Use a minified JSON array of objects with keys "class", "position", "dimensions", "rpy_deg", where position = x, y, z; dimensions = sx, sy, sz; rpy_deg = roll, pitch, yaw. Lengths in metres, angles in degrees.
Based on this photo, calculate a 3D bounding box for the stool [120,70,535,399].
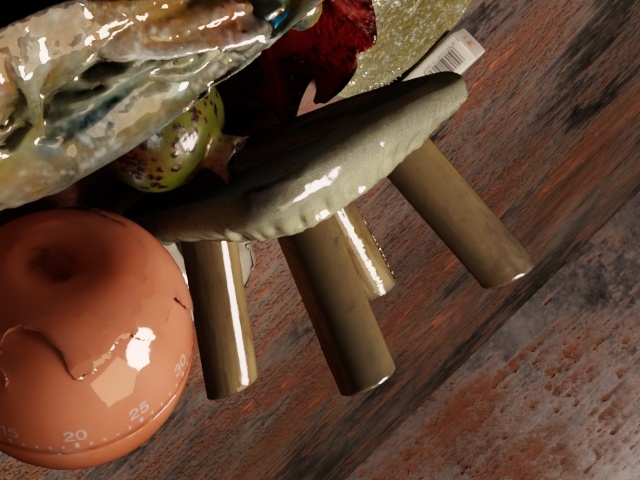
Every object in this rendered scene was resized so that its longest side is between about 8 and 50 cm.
[{"class":"stool","position":[0.000,0.000,1.514],"dimensions":[0.310,0.226,0.310],"rpy_deg":[-32,-168,-35]}]

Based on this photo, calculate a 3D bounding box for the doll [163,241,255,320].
[{"class":"doll","position":[-0.144,0.038,1.687],"dimensions":[0.192,0.095,0.149],"rpy_deg":[-34,156,-25]}]

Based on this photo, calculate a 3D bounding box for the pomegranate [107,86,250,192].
[{"class":"pomegranate","position":[-0.135,-0.102,1.361],"dimensions":[0.130,0.130,0.130],"rpy_deg":[-40,161,-17]}]

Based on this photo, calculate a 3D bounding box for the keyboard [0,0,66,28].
[{"class":"keyboard","position":[-0.175,-0.211,1.209],"dimensions":[0.262,0.016,0.106],"rpy_deg":[-22,150,-51]}]

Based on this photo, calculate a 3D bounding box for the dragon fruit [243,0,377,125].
[{"class":"dragon fruit","position":[-0.001,-0.189,1.488],"dimensions":[0.092,0.122,0.192],"rpy_deg":[-48,166,-46]}]

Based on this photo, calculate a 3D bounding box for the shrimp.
[{"class":"shrimp","position":[-0.169,-0.144,1.208],"dimensions":[0.446,0.110,0.221],"rpy_deg":[-31,159,-8]}]

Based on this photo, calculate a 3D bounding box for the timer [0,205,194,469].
[{"class":"timer","position":[-0.227,0.087,1.395],"dimensions":[0.229,0.229,0.215],"rpy_deg":[-34,150,-30]}]

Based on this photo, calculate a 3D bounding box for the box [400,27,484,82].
[{"class":"box","position":[0.120,-0.180,1.806],"dimensions":[0.152,0.048,0.100],"rpy_deg":[-46,177,17]}]

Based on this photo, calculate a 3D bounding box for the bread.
[{"class":"bread","position":[0.096,-0.256,1.663],"dimensions":[0.267,0.040,0.267],"rpy_deg":[-39,160,-17]}]
